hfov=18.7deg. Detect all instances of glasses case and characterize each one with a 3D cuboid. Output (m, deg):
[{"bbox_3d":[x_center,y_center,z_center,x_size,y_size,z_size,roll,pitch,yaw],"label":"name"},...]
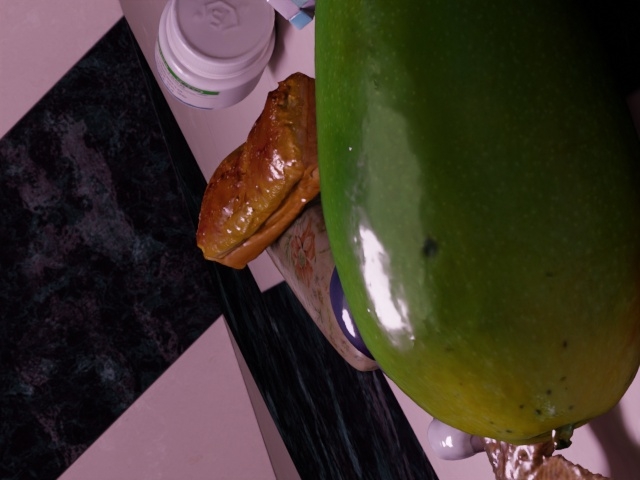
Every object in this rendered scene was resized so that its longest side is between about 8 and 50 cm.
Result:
[{"bbox_3d":[0.000,0.000,2.167,0.425,0.098,0.156,-127,29,-60],"label":"glasses case"}]

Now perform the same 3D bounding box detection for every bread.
[{"bbox_3d":[-0.060,-0.077,2.094,0.271,0.077,0.139,136,143,-57],"label":"bread"}]

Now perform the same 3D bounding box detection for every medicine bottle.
[{"bbox_3d":[-0.121,-0.234,2.239,0.237,0.139,0.139,137,112,-82],"label":"medicine bottle"}]

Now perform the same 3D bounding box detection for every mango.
[{"bbox_3d":[0.091,-0.058,1.207,0.225,0.201,0.382,-95,-12,-87],"label":"mango"}]

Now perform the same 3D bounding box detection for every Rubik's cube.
[{"bbox_3d":[-0.020,-0.244,1.834,0.084,0.073,0.075,85,163,-53],"label":"Rubik's cube"}]

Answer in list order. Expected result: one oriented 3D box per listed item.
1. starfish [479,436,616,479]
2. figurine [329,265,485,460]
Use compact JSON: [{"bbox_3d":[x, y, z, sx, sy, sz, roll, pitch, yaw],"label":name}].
[{"bbox_3d":[0.188,0.183,1.514,0.375,0.094,0.327,59,165,27],"label":"starfish"},{"bbox_3d":[0.094,0.087,1.694,0.222,0.145,0.145,65,171,-2],"label":"figurine"}]
